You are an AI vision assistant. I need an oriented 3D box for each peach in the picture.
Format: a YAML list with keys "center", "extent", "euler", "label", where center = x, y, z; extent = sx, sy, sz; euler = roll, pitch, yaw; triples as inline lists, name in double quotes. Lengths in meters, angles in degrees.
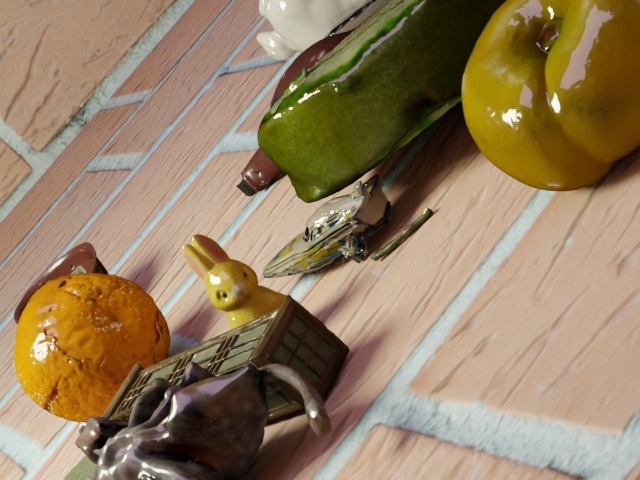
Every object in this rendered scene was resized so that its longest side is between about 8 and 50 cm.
- center: [0.239, -0.157, 1.544]
  extent: [0.251, 0.153, 0.251]
  euler: [-40, 34, 34]
  label: "peach"

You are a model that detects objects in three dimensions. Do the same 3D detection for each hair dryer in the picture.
- center: [-0.008, -0.171, 2.288]
  extent: [0.312, 0.123, 0.340]
  euler: [-47, 2, -42]
  label: "hair dryer"

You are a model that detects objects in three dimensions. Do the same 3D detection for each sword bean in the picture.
- center: [0.085, -0.005, 1.786]
  extent: [0.083, 0.012, 0.012]
  euler: [-41, 18, 14]
  label: "sword bean"

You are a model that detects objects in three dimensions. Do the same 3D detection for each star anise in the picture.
- center: [-0.134, 0.234, 1.602]
  extent: [0.316, 0.139, 0.359]
  euler: [-60, 29, -1]
  label: "star anise"

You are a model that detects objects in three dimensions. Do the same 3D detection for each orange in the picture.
- center: [-0.280, 0.132, 2.073]
  extent: [0.193, 0.193, 0.161]
  euler: [-65, 0, -46]
  label: "orange"

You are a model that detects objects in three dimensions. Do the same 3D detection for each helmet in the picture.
- center: [-0.341, 0.094, 2.423]
  extent: [0.155, 0.106, 0.175]
  euler: [-49, 21, -11]
  label: "helmet"

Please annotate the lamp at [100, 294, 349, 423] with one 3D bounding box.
- center: [-0.107, 0.153, 1.761]
  extent: [0.325, 0.089, 0.090]
  euler: [-26, 28, 52]
  label: "lamp"

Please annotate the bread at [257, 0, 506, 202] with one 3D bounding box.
- center: [0.098, -0.206, 1.915]
  extent: [0.382, 0.129, 0.366]
  euler: [-42, 7, -24]
  label: "bread"

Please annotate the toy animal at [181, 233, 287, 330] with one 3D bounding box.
- center: [-0.087, 0.061, 1.794]
  extent: [0.083, 0.159, 0.070]
  euler: [-47, 17, -22]
  label: "toy animal"

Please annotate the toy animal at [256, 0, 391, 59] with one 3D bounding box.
- center: [0.055, -0.385, 2.496]
  extent: [0.325, 0.154, 0.208]
  euler: [-32, -12, -26]
  label: "toy animal"

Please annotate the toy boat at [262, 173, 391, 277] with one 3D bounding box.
- center: [0.000, 0.000, 1.886]
  extent: [0.210, 0.066, 0.084]
  euler: [-32, 21, 43]
  label: "toy boat"

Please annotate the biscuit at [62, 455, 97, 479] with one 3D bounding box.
- center: [-0.293, 0.332, 1.863]
  extent: [0.252, 0.052, 0.150]
  euler: [-51, 18, -14]
  label: "biscuit"
